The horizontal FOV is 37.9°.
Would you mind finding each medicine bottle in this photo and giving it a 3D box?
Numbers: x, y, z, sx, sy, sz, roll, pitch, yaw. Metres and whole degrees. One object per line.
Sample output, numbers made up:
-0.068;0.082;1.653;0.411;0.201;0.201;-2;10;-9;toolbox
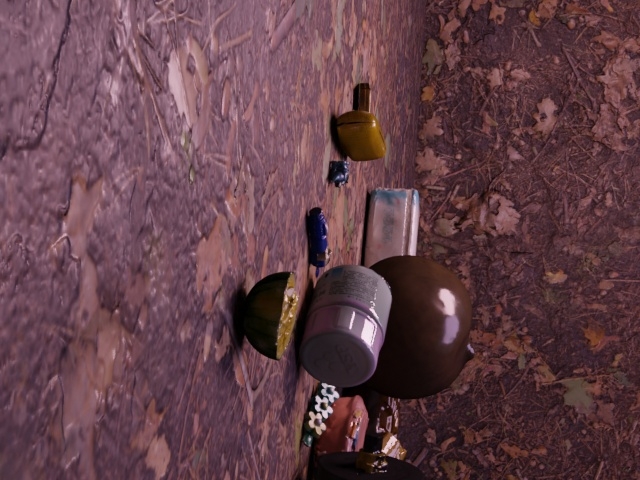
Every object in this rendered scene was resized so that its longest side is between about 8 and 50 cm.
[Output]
0.041;0.135;1.492;0.169;0.135;0.135;-75;165;-52;medicine bottle

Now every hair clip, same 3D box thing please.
-0.002;0.285;1.603;0.173;0.049;0.049;-66;159;-59;hair clip

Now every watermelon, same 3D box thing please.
-0.060;0.085;1.087;0.105;0.062;0.106;11;90;-84;watermelon

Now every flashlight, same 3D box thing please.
0.000;0.000;1.478;0.057;0.035;0.121;-73;164;-49;flashlight

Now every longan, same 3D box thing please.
0.181;0.183;1.916;0.297;0.297;0.298;4;90;-80;longan

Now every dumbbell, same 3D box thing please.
0.069;0.510;1.540;0.185;0.185;0.389;-17;114;-80;dumbbell

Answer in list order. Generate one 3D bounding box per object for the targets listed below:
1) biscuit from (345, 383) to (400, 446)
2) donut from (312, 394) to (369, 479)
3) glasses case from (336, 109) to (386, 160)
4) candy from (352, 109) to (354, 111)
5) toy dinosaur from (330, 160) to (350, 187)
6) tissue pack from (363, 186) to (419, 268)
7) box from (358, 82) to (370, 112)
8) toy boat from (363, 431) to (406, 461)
0.118;0.422;2.132;0.366;0.115;0.268;78;20;-62;biscuit
0.035;0.399;1.718;0.199;0.085;0.233;60;36;-74;donut
0.075;-0.188;1.706;0.234;0.079;0.064;41;47;-78;glasses case
0.066;-0.226;1.809;0.083;0.020;0.030;72;26;-71;candy
0.034;-0.116;1.639;0.083;0.030;0.047;-14;106;-79;toy dinosaur
0.170;0.020;2.223;0.201;0.124;0.271;36;57;-78;tissue pack
0.088;-0.248;1.883;0.090;0.023;0.133;-79;171;-72;box
0.089;0.493;1.903;0.089;0.115;0.310;-42;155;-39;toy boat
